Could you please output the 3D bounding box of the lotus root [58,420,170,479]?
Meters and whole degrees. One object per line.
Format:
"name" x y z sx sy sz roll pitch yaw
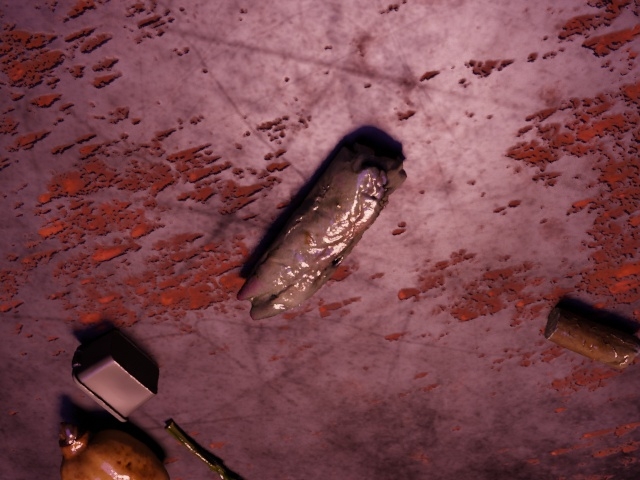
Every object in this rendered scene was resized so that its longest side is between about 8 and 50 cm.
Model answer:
"lotus root" -0.325 0.351 1.609 0.221 0.125 0.118 41 162 -20

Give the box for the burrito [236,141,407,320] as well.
"burrito" -0.003 0.000 1.333 0.096 0.066 0.309 31 124 -13

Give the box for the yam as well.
"yam" 0.367 0.134 1.423 0.132 0.054 0.054 22 127 -12

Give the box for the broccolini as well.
"broccolini" -0.168 0.358 1.651 0.044 0.042 0.218 -26 121 22

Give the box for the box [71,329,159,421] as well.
"box" -0.289 0.190 1.499 0.069 0.084 0.122 -32 121 18
